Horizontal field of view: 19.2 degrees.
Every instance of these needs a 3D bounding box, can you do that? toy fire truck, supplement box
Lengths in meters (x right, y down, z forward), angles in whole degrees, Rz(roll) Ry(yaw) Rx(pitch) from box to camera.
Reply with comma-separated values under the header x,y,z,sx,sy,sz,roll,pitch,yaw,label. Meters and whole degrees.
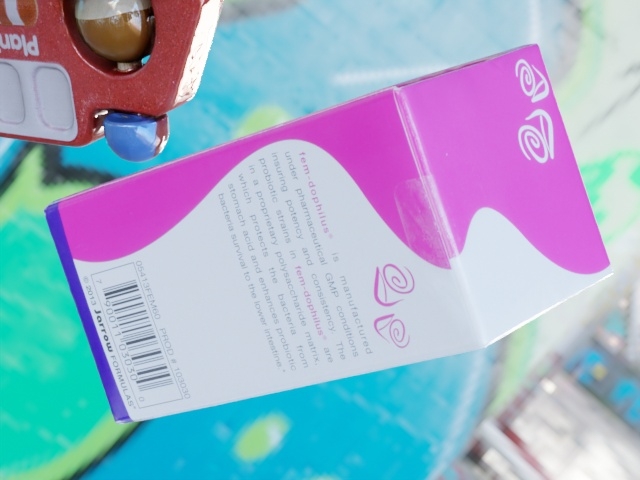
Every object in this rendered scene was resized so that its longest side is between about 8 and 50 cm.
x,y,z,sx,sy,sz,roll,pitch,yaw,label
-0.192,-0.190,1.437,0.302,0.254,0.169,9,26,35,toy fire truck
0.000,0.000,0.843,0.114,0.220,0.111,-22,95,-48,supplement box
